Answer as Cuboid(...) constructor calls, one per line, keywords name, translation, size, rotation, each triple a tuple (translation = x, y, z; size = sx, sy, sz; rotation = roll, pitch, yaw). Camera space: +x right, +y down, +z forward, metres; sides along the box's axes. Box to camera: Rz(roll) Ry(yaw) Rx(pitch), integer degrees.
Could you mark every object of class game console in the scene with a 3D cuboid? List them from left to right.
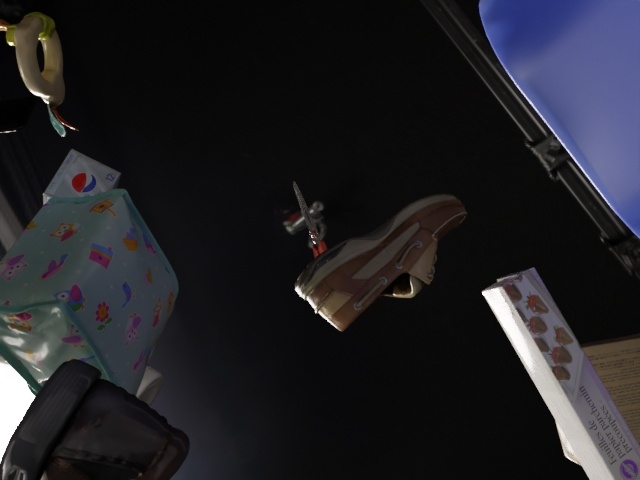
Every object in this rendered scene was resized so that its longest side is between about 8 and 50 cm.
Cuboid(name="game console", translation=(-0.436, -0.139, 0.717), size=(0.107, 0.071, 0.122), rotation=(-59, -150, 21))

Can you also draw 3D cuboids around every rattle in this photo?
Cuboid(name="rattle", translation=(-0.498, -0.271, 0.898), size=(0.200, 0.143, 0.130), rotation=(99, -24, -44))

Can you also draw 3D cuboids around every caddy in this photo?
Cuboid(name="caddy", translation=(0.290, -0.149, 0.402), size=(0.341, 0.241, 0.179), rotation=(54, -41, 5))

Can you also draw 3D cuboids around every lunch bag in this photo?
Cuboid(name="lunch bag", translation=(-0.302, 0.098, 0.733), size=(0.160, 0.223, 0.262), rotation=(-4, -48, 11))

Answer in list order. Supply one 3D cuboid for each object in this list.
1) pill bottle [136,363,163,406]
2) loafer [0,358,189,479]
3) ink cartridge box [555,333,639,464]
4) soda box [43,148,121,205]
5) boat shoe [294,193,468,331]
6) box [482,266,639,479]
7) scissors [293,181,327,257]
Cuboid(name="pill bottle", translation=(-0.543, 0.325, 1.342), size=(0.272, 0.152, 0.152), rotation=(31, -70, 10))
Cuboid(name="loafer", translation=(-0.174, 0.201, 0.393), size=(0.095, 0.109, 0.302), rotation=(24, -50, -7))
Cuboid(name="ink cartridge box", translation=(0.527, 0.267, 0.937), size=(0.234, 0.088, 0.193), rotation=(-9, -100, -3))
Cuboid(name="soda box", translation=(-0.448, -0.053, 1.006), size=(0.091, 0.098, 0.286), rotation=(26, -27, -16))
Cuboid(name="boat shoe", translation=(0.114, 0.037, 0.839), size=(0.120, 0.324, 0.122), rotation=(53, -29, 16))
Cuboid(name="box", translation=(0.348, 0.195, 0.775), size=(0.063, 0.067, 0.324), rotation=(-28, -96, -14))
Cuboid(name="scissors", translation=(0.000, 0.000, 1.251), size=(0.109, 0.021, 0.297), rotation=(-9, -88, 52))
